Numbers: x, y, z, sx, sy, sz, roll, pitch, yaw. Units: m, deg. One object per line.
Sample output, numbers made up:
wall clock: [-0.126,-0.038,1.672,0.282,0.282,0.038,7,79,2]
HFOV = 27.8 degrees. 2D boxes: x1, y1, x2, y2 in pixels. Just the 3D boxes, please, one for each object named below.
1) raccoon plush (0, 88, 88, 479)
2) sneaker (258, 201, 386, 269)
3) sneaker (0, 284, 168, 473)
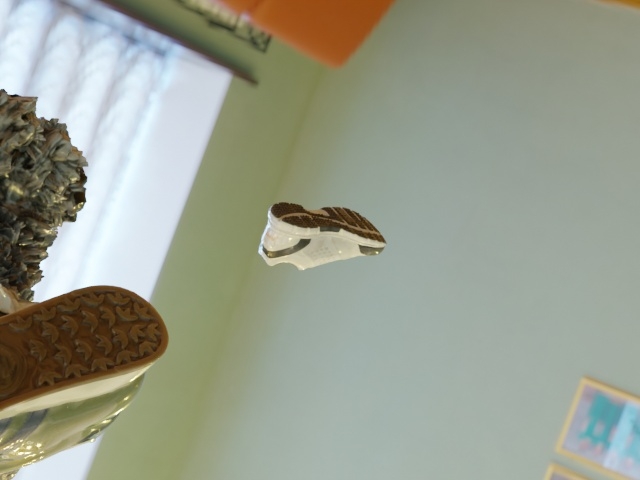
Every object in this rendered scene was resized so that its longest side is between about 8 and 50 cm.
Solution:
raccoon plush: [-0.350,0.056,0.976,0.446,0.299,0.216,-7,156,36]
sneaker: [0.000,0.000,0.947,0.109,0.043,0.040,8,-150,-36]
sneaker: [-0.160,0.075,0.543,0.192,0.086,0.064,-8,-126,-36]
